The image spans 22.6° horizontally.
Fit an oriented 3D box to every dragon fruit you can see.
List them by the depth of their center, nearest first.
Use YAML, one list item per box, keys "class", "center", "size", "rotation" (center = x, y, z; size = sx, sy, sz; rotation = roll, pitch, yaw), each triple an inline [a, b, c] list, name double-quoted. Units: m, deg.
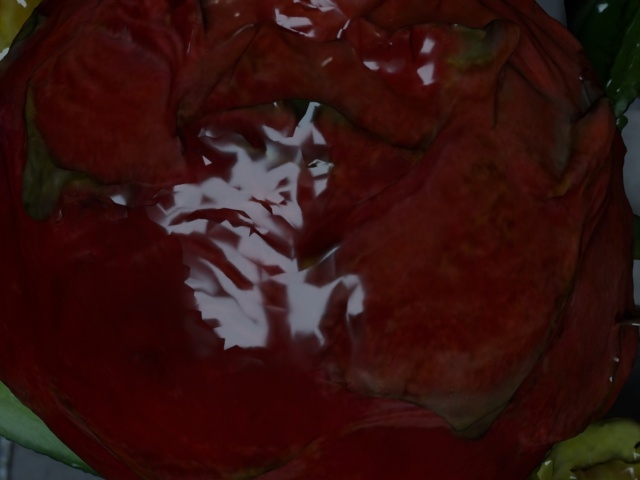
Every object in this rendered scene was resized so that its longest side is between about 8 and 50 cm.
- class: "dragon fruit"
  center: [-0.005, -0.007, 0.543]
  size: [0.241, 0.252, 0.241]
  rotation: [5, 74, -16]

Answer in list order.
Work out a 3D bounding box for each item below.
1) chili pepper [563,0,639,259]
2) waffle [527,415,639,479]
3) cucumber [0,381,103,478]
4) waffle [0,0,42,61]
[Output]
- class: "chili pepper"
  center: [0.177, -0.151, 0.548]
  size: [0.085, 0.076, 0.359]
  rotation: [19, 120, -19]
- class: "waffle"
  center: [0.185, 0.176, 0.588]
  size: [0.302, 0.068, 0.325]
  rotation: [42, 138, -5]
- class: "cucumber"
  center: [-0.125, 0.037, 0.692]
  size: [0.244, 0.063, 0.115]
  rotation: [29, 140, 5]
- class: "waffle"
  center: [-0.154, -0.195, 0.635]
  size: [0.329, 0.062, 0.329]
  rotation: [3, 102, 14]
